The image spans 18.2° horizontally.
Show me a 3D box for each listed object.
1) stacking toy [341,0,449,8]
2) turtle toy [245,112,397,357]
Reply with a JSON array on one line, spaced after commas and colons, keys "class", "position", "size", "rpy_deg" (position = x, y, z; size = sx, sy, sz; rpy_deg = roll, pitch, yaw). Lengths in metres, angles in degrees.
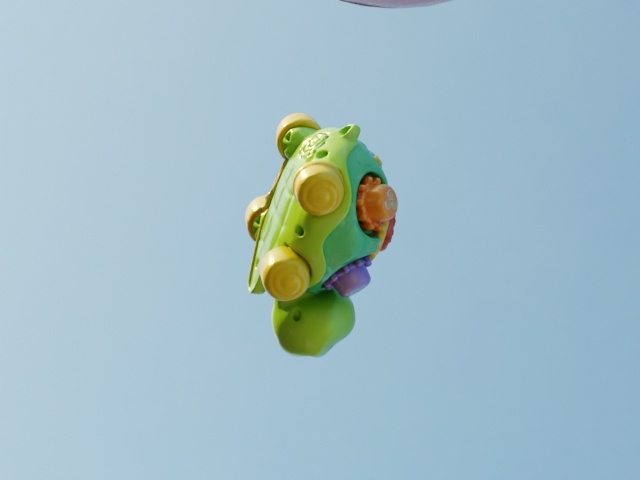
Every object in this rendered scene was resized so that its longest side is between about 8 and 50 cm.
[{"class": "stacking toy", "position": [0.008, -0.152, 0.340], "size": [0.141, 0.141, 0.330], "rpy_deg": [40, -21, 23]}, {"class": "turtle toy", "position": [0.000, 0.000, 1.026], "size": [0.095, 0.066, 0.130], "rpy_deg": [-109, -144, -64]}]
